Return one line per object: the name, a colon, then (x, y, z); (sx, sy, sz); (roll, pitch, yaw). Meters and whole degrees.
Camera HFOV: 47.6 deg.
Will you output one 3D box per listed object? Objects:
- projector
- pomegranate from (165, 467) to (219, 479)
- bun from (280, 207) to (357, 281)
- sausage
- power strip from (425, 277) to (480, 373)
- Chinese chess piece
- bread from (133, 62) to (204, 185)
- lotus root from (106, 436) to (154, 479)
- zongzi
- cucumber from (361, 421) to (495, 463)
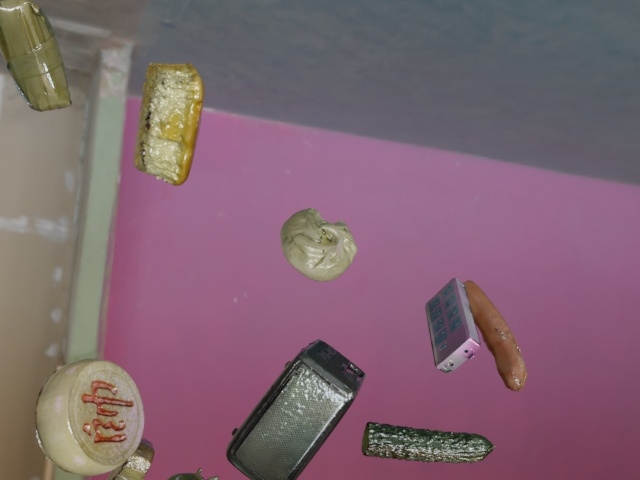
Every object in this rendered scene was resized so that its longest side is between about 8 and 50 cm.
projector: (-0.068, 0.530, 2.269); (0.242, 0.405, 0.395); (37, -176, 9)
pomegranate: (-0.385, 0.764, 2.156); (0.181, 0.182, 0.224); (11, 130, -41)
bun: (0.000, 0.000, 1.958); (0.209, 0.237, 0.116); (3, 139, -30)
sausage: (0.463, 0.249, 1.933); (0.087, 0.327, 0.079); (-16, 148, -17)
power strip: (0.294, 0.188, 1.636); (0.037, 0.109, 0.279); (37, -157, -15)
Chinese chess piece: (-0.538, 0.412, 1.706); (0.112, 0.270, 0.270); (-19, 164, 24)
bread: (-0.304, -0.236, 1.456); (0.121, 0.246, 0.174); (5, -160, -17)
lotus root: (-0.535, 0.626, 2.009); (0.074, 0.170, 0.261); (26, 137, -17)
zongzi: (-0.611, -0.388, 1.510); (0.115, 0.228, 0.256); (-24, -153, -24)
cucumber: (0.295, 0.556, 1.975); (0.359, 0.096, 0.096); (7, 173, -5)
